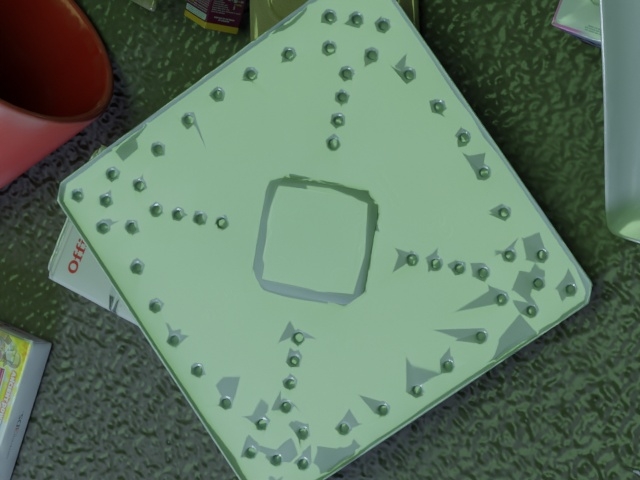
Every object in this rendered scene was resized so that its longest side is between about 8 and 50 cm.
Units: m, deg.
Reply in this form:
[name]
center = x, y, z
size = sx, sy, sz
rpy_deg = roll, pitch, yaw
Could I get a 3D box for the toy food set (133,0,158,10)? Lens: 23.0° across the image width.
[toy food set]
center = -0.153, -0.351, 1.706
size = 0.128, 0.071, 0.218
rpy_deg = 22, 95, 50

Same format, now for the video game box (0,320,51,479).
[video game box]
center = -0.418, 0.180, 1.804
size = 0.187, 0.048, 0.205
rpy_deg = 21, 96, 28

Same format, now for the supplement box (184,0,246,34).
[supplement box]
center = -0.107, -0.268, 1.667
size = 0.055, 0.043, 0.083
rpy_deg = 40, 119, 52

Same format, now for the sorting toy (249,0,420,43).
[sorting toy]
center = 0.016, -0.220, 1.628
size = 0.193, 0.038, 0.208
rpy_deg = -4, 80, 26

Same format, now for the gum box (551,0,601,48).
[gum box]
center = 0.320, -0.187, 1.431
size = 0.188, 0.107, 0.062
rpy_deg = 24, 97, 26

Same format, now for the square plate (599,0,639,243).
[square plate]
center = 0.403, -0.093, 1.311
size = 0.347, 0.344, 0.049
rpy_deg = 17, 52, 26

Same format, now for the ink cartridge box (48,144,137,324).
[ink cartridge box]
center = -0.162, 0.013, 1.663
size = 0.218, 0.092, 0.158
rpy_deg = 25, 96, 23

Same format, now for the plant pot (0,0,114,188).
[plant pot]
center = -0.406, -0.162, 1.716
size = 0.243, 0.275, 0.275
rpy_deg = -41, 70, 30

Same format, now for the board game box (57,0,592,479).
[board game box]
center = 0.000, 0.000, 1.534
size = 0.390, 0.050, 0.390
rpy_deg = -35, 84, 10
